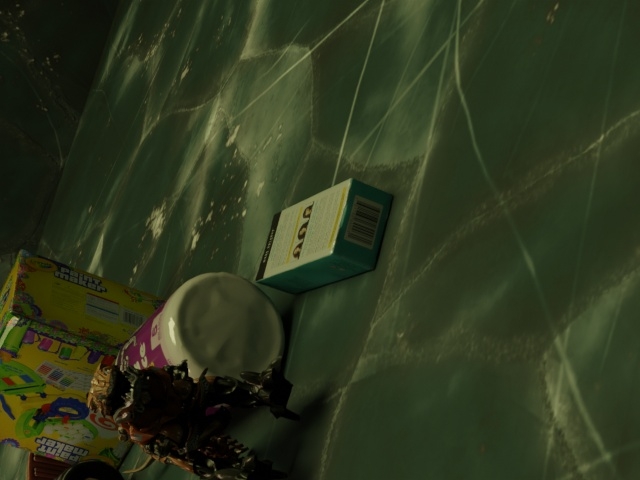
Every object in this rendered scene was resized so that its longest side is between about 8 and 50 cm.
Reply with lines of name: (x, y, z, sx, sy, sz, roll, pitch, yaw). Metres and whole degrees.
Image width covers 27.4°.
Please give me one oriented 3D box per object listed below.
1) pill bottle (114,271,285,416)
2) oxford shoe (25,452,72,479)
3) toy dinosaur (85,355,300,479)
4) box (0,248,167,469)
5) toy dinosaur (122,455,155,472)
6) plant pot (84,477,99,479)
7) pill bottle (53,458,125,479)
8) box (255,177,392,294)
pill bottle: (-0.183, 0.172, 1.796, 0.301, 0.169, 0.169, -42, 33, 53)
oxford shoe: (-0.497, 0.443, 2.422, 0.130, 0.123, 0.348, 139, 148, -62)
toy dinosaur: (-0.150, 0.208, 1.556, 0.322, 0.218, 0.164, 3, -89, -69)
box: (-0.428, 0.212, 2.216, 0.279, 0.290, 0.177, -57, 23, 28)
toy dinosaur: (-0.228, 0.291, 1.982, 0.211, 0.064, 0.112, -58, 2, 3)
plant pot: (-0.367, 0.481, 1.958, 0.230, 0.215, 0.215, -59, 14, -25)
pill bottle: (-0.410, 0.448, 2.180, 0.219, 0.123, 0.123, -41, 34, 53)
box: (0.000, 0.000, 1.648, 0.244, 0.060, 0.100, -21, 51, 64)
